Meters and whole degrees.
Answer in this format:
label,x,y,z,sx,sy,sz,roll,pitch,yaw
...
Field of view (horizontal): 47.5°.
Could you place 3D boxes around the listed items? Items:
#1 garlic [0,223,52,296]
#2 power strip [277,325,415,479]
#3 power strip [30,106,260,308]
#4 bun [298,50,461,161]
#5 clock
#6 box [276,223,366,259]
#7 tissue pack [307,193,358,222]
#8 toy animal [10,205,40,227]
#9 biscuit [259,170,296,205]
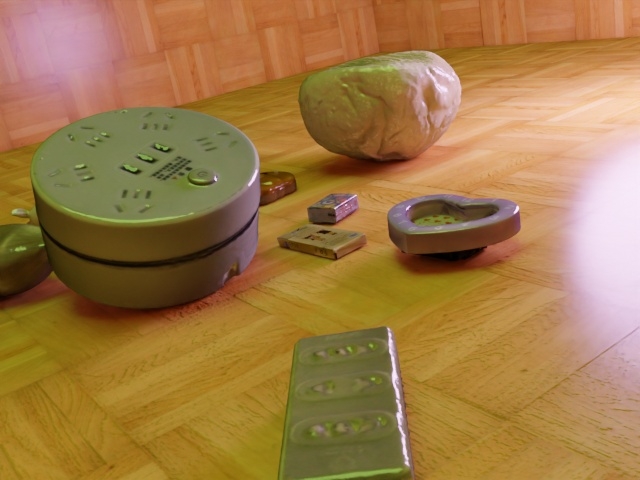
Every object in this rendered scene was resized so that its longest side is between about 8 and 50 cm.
label,x,y,z,sx,sy,sz,roll,pitch,yaw
garlic,-0.555,0.035,1.242,0.317,0.112,0.143,6,46,32
power strip,0.025,0.160,0.635,0.105,0.070,0.257,-10,20,5
power strip,-0.270,-0.067,1.118,0.357,0.162,0.358,3,38,-2
bun,0.132,-0.295,1.633,0.352,0.228,0.349,-17,20,-26
clock,0.179,-0.012,1.047,0.198,0.064,0.172,8,27,44
box,0.000,0.000,1.181,0.073,0.020,0.149,-26,24,-34
tissue pack,0.024,-0.058,1.311,0.063,0.035,0.083,3,21,35
toy animal,-0.587,-0.049,1.566,0.124,0.071,0.085,11,46,30
biscuit,-0.142,-0.117,1.545,0.170,0.050,0.170,-9,18,3
